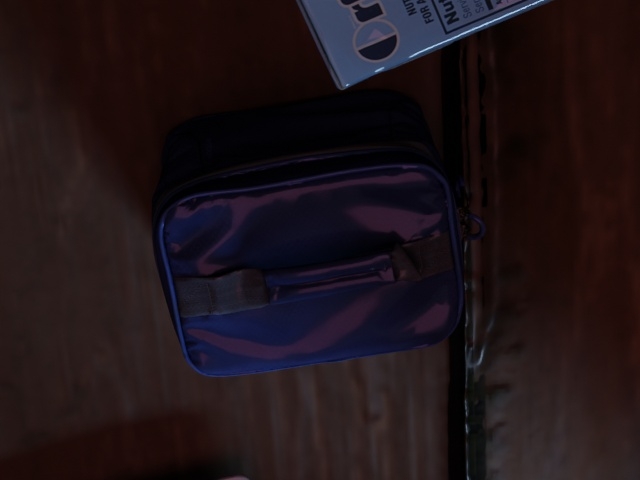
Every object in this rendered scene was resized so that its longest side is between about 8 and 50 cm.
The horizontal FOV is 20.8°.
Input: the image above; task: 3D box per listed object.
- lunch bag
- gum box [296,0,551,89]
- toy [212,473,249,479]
[{"bbox_3d":[0.000,0.000,0.523,0.098,0.065,0.067,-10,119,1],"label":"lunch bag"},{"bbox_3d":[0.075,-0.116,0.414,0.184,0.157,0.041,-22,118,7],"label":"gum box"},{"bbox_3d":[-0.124,0.169,0.610,0.237,0.056,0.137,-13,117,2],"label":"toy"}]
